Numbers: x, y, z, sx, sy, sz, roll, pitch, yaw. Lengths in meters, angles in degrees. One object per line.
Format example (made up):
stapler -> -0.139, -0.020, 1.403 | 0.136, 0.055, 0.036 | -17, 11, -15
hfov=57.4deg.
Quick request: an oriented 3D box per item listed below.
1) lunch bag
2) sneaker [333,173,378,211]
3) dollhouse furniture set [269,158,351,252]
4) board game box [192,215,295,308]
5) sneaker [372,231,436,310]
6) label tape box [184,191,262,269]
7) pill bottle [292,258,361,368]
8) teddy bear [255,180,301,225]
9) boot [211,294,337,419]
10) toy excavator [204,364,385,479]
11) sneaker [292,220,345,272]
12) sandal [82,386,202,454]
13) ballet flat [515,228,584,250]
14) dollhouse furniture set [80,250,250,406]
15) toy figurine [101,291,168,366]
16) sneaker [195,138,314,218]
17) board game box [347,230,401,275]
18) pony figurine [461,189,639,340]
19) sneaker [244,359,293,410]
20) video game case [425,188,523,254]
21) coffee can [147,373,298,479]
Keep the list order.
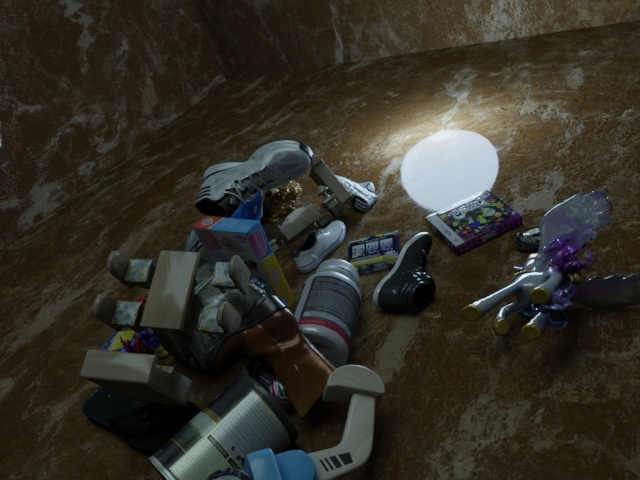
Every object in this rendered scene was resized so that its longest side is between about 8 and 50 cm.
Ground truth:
lunch bag -> -0.319, 0.230, 1.749 | 0.256, 0.212, 0.305 | 19, 49, 43
sneaker -> 0.120, -0.200, 2.215 | 0.229, 0.086, 0.132 | 38, 47, 19
dollhouse furniture set -> -0.089, -0.099, 2.038 | 0.355, 0.174, 0.303 | -37, -6, -11
board game box -> -0.238, 0.073, 1.832 | 0.242, 0.316, 0.064 | 7, 42, 37
sneaker -> 0.287, 0.097, 1.688 | 0.147, 0.104, 0.295 | 12, 51, 40
label tape box -> -0.356, -0.044, 2.133 | 0.347, 0.115, 0.249 | -48, 25, 20
pill bottle -> 0.017, 0.198, 1.621 | 0.176, 0.176, 0.318 | -8, 35, 22
teddy bear -> -0.174, -0.143, 2.236 | 0.245, 0.113, 0.338 | -28, 8, 9
boot -> -0.114, 0.320, 1.450 | 0.264, 0.096, 0.280 | -43, 69, 6
toy excavator -> -0.025, 0.491, 1.163 | 0.445, 0.222, 0.433 | -8, 51, -20
sneaker -> 0.000, 0.000, 2.010 | 0.094, 0.091, 0.258 | 6, 41, 37
sandal -> -0.511, 0.467, 1.601 | 0.446, 0.107, 0.167 | 2, 39, 33
ballet flat -> 0.647, -0.006, 1.653 | 0.188, 0.070, 0.070 | -7, 35, 23
dollhouse furniture set -> -0.416, 0.194, 1.496 | 0.362, 0.256, 0.394 | 3, 64, 12
toy figurine -> -0.609, 0.290, 1.867 | 0.217, 0.191, 0.362 | -17, 30, 18
sneaker -> -0.235, -0.180, 2.021 | 0.448, 0.169, 0.257 | -16, 39, 23
board game box -> 0.174, 0.043, 1.882 | 0.170, 0.048, 0.141 | -13, 35, 14
pony figurine -> 0.554, 0.087, 1.384 | 0.363, 0.302, 0.351 | -33, 5, -43
sneaker -> -0.154, 0.342, 1.563 | 0.112, 0.120, 0.299 | -37, 36, -17
video game case -> 0.483, -0.063, 1.858 | 0.232, 0.041, 0.210 | -25, 33, -4
coffee can -> -0.217, 0.471, 1.327 | 0.275, 0.201, 0.202 | -40, 36, -27
